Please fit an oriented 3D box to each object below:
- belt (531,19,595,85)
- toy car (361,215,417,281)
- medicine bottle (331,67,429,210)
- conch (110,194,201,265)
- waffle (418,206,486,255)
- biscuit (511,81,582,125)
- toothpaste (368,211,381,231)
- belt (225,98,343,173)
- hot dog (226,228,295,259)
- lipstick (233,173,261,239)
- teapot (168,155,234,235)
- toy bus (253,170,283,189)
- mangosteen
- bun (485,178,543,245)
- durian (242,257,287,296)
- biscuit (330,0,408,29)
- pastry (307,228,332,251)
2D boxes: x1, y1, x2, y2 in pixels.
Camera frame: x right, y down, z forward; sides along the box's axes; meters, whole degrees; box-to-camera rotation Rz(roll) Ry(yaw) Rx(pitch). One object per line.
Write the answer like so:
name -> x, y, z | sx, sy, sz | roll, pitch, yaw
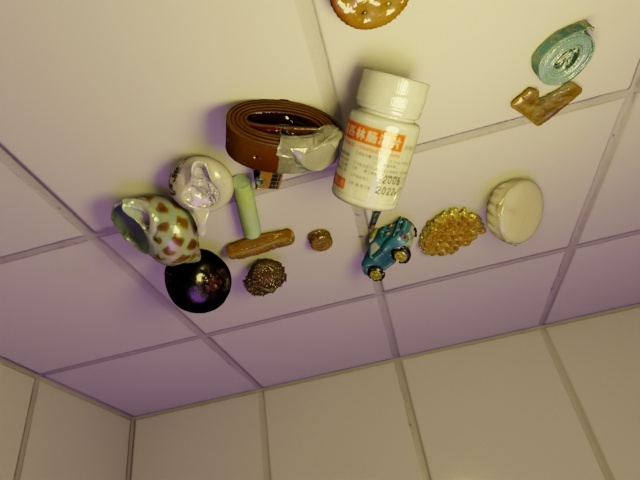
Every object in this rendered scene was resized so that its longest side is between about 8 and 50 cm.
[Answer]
belt -> 0.709, -0.541, 1.396 | 0.162, 0.082, 0.148 | -19, 134, 18
toy car -> 0.269, 0.030, 2.009 | 0.166, 0.198, 0.314 | 40, 132, -8
medicine bottle -> 0.171, -0.289, 1.383 | 0.210, 0.211, 0.372 | 5, 112, -21
conch -> -0.553, -0.026, 1.680 | 0.249, 0.197, 0.368 | -7, 122, 19
waffle -> 0.564, -0.028, 2.096 | 0.307, 0.060, 0.311 | 23, 132, -37
biscuit -> 0.730, -0.461, 1.550 | 0.183, 0.039, 0.174 | 14, 139, -32
toothpaste -> 0.221, -0.083, 1.966 | 0.037, 0.021, 0.140 | -3, 142, -13
belt -> -0.107, -0.306, 1.399 | 0.338, 0.218, 0.122 | 4, 143, -10
hot dog -> -0.242, 0.016, 1.942 | 0.288, 0.083, 0.068 | -14, 164, 5
lipstick -> -0.270, -0.114, 1.751 | 0.076, 0.076, 0.304 | -7, 145, -5
teapot -> -0.390, -0.160, 1.576 | 0.208, 0.166, 0.300 | -9, 127, -18
toy bus -> -0.162, -0.255, 1.568 | 0.103, 0.091, 0.182 | 1, 145, -18
mangosteen -> -0.516, 0.163, 1.954 | 0.274, 0.275, 0.302 | 26, 166, -40
bun -> 0.745, -0.123, 1.912 | 0.262, 0.175, 0.264 | -8, 107, -29
durian -> -0.246, 0.164, 2.057 | 0.196, 0.167, 0.196 | -39, 158, -19
biscuit -> 0.120, -0.622, 1.147 | 0.220, 0.066, 0.221 | -7, 144, -5
pastry -> 0.000, 0.000, 1.993 | 0.097, 0.057, 0.109 | -37, 138, 30
